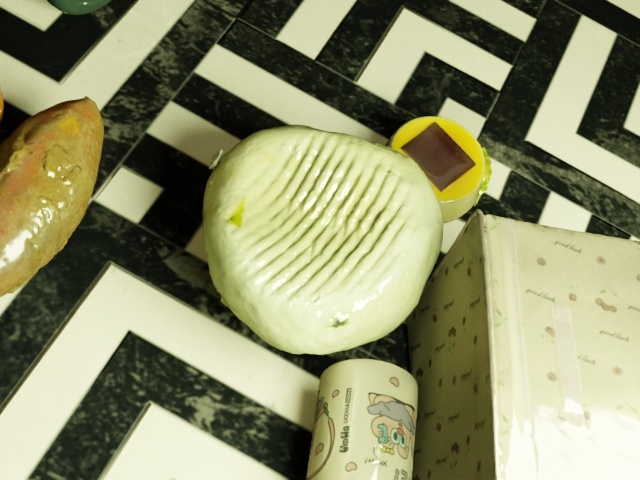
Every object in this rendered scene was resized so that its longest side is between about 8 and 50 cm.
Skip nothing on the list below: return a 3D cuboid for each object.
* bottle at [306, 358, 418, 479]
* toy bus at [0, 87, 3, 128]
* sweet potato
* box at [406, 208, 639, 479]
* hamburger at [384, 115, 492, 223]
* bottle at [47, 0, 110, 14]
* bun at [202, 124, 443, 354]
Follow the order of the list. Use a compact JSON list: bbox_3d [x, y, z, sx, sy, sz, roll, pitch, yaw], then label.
[{"bbox_3d":[0.040,0.223,0.953,0.110,0.097,0.209,26,53,-25],"label":"bottle"},{"bbox_3d":[-0.487,-0.069,0.970,0.409,0.093,0.092,-30,79,-31],"label":"toy bus"},{"bbox_3d":[-0.312,0.006,0.976,0.109,0.109,0.385,29,59,2],"label":"sweet potato"},{"bbox_3d":[0.197,0.163,0.960,0.191,0.225,0.297,11,57,-12],"label":"box"},{"bbox_3d":[0.130,-0.082,1.188,0.127,0.081,0.141,33,66,7],"label":"hamburger"},{"bbox_3d":[-0.366,-0.415,1.202,0.336,0.144,0.144,41,55,11],"label":"bottle"},{"bbox_3d":[0.000,0.000,1.048,0.259,0.160,0.259,0,59,1],"label":"bun"}]
